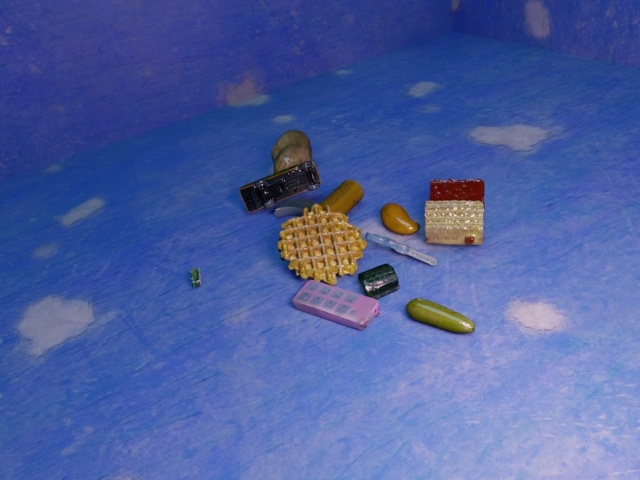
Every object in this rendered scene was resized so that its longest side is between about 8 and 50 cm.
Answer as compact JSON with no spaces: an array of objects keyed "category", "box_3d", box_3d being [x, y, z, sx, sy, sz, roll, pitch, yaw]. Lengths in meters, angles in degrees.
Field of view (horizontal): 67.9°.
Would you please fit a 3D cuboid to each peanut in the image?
[{"category":"peanut","box_3d":[-0.136,-0.389,2.202,0.192,0.170,0.387,-2,36,1]}]

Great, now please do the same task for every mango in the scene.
[{"category":"mango","box_3d":[0.278,-0.075,1.718,0.098,0.075,0.190,-30,44,-10]}]

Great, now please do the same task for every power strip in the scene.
[{"category":"power strip","box_3d":[-0.090,-0.121,1.925,0.215,0.044,0.137,19,46,37]},{"category":"power strip","box_3d":[0.044,0.193,1.448,0.278,0.038,0.109,13,42,33]}]

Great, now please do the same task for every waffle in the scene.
[{"category":"waffle","box_3d":[0.008,0.006,1.616,0.328,0.062,0.330,-2,54,2]}]

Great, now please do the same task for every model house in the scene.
[{"category":"model house","box_3d":[0.449,-0.079,1.593,0.195,0.160,0.254,1,39,18]}]

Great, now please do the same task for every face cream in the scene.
[{"category":"face cream","box_3d":[0.033,-0.106,1.811,0.104,0.105,0.348,15,43,34]}]

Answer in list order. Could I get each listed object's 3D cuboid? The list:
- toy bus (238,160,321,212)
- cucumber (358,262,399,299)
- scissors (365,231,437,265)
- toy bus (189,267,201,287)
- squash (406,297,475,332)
[{"category":"toy bus","box_3d":[-0.167,-0.231,1.997,0.335,0.121,0.123,-21,19,6]},{"category":"cucumber","box_3d":[0.175,0.121,1.488,0.115,0.062,0.116,-19,36,-14]},{"category":"scissors","box_3d":[0.272,0.026,1.586,0.256,0.030,0.125,25,11,30]},{"category":"toy bus","box_3d":[-0.446,0.133,1.700,0.037,0.031,0.083,-11,34,-13]},{"category":"squash","box_3d":[0.329,0.208,1.309,0.201,0.066,0.066,15,44,34]}]
